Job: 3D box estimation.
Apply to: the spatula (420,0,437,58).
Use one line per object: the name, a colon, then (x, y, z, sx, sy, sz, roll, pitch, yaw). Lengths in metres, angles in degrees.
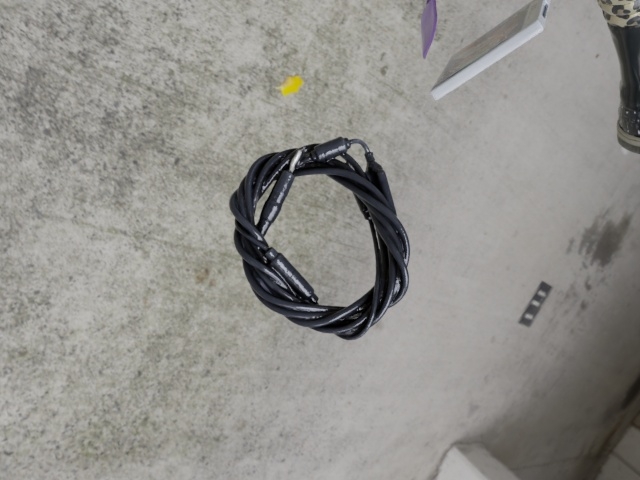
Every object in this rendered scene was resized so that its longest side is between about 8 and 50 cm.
spatula: (0.160, -0.465, 0.996, 0.030, 0.296, 0.084, -12, 161, -11)

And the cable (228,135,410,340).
cable: (0.000, 0.000, 0.501, 0.151, 0.184, 0.047, -11, 172, -11)

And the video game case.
video game case: (0.291, -0.334, 0.960, 0.023, 0.201, 0.183, 49, 40, -14)

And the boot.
boot: (0.330, -0.207, 0.467, 0.236, 0.085, 0.178, -44, 129, -3)
